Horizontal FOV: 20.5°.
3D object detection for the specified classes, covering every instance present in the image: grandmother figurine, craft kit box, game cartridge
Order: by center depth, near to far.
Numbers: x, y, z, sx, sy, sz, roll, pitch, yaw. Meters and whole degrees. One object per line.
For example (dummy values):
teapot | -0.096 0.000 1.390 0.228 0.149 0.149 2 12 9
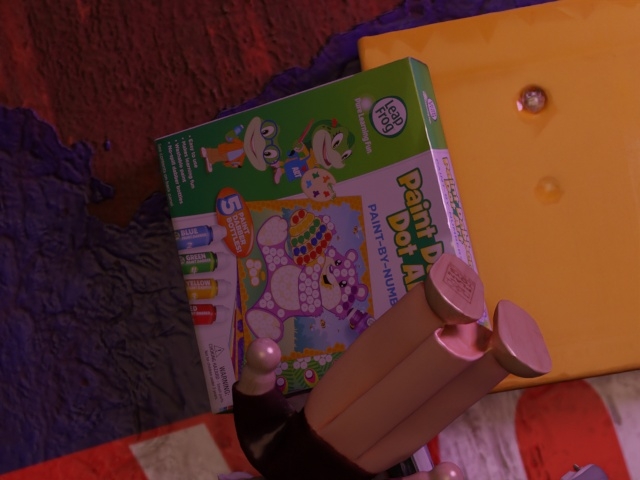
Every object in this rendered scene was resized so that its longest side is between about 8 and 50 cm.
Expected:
grandmother figurine | 0.016 0.156 1.420 0.208 0.104 0.342 42 117 -2
craft kit box | 0.000 0.000 1.495 0.247 0.061 0.249 -16 80 18
game cartridge | 0.195 -0.040 1.510 0.285 0.053 0.323 -9 83 7

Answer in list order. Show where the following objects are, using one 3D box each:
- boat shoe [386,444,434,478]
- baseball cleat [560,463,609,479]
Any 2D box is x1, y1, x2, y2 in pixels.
boat shoe | 0.074 0.190 1.489 0.040 0.049 0.142 -21 81 5
baseball cleat | 0.197 0.275 1.417 0.109 0.072 0.206 26 61 28
